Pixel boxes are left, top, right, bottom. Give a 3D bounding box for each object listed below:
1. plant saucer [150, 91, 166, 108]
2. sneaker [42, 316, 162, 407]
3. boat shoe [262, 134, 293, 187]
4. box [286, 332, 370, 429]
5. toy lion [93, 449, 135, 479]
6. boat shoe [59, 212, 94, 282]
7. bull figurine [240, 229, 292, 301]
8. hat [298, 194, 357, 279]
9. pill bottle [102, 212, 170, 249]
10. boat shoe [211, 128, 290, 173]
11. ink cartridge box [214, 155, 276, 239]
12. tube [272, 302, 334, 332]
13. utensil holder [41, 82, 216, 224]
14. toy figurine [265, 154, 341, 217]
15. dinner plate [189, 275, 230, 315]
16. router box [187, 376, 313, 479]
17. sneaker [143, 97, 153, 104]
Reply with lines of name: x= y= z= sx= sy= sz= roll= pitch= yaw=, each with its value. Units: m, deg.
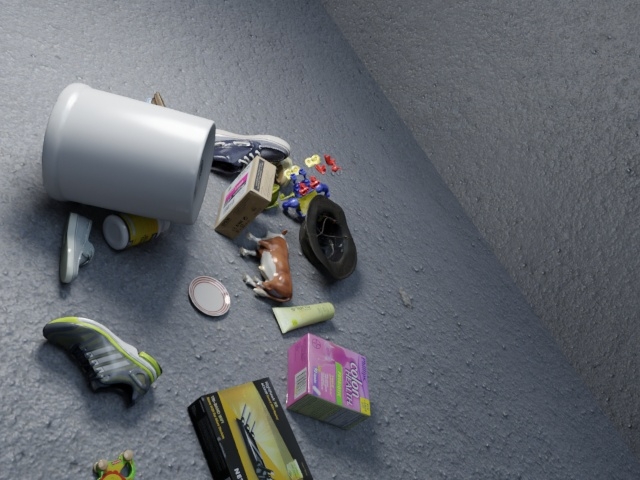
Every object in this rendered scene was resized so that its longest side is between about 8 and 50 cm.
plant saucer: x=-0.513 y=-0.369 z=1.964 sx=0.278 sy=0.041 sz=0.278 roll=156 pitch=-90 yaw=-83
sneaker: x=-0.531 y=0.289 z=1.382 sx=0.299 sy=0.111 sz=0.121 roll=34 pitch=41 yaw=-16
boat shoe: x=-0.187 y=-0.327 z=2.363 sx=0.089 sy=0.105 sz=0.285 roll=13 pitch=37 yaw=-33
box: x=0.024 y=0.445 z=1.810 sx=0.242 sy=0.117 sz=0.214 roll=28 pitch=39 yaw=-26
toy lion: x=-0.459 y=0.532 z=1.286 sx=0.100 sy=0.034 sz=0.096 roll=-6 pitch=67 yaw=-50
boat shoe: x=-0.646 y=0.019 z=1.541 sx=0.081 sy=0.079 sz=0.228 roll=15 pitch=43 yaw=-32
bull figurine: x=-0.176 y=0.068 z=1.981 sx=0.188 sy=0.101 sz=0.311 roll=13 pitch=45 yaw=-34
hat: x=0.000 y=0.000 z=2.181 sx=0.331 sy=0.133 sz=0.332 roll=33 pitch=48 yaw=-46
pill bottle: x=-0.538 y=-0.043 z=1.696 sx=0.103 sy=0.103 sz=0.184 roll=53 pitch=36 yaw=9
boat shoe: x=-0.280 y=-0.314 z=2.181 sx=0.340 sy=0.127 sz=0.158 roll=5 pitch=54 yaw=-13
ink cartridge box: x=-0.259 y=-0.147 z=1.980 sx=0.088 sy=0.234 sz=0.193 roll=30 pitch=38 yaw=-25
tube: x=-0.054 y=0.258 z=1.965 sx=0.240 sy=0.062 sz=0.070 roll=-3 pitch=18 yaw=-43
utensil holder: x=-0.512 y=-0.232 z=1.601 sx=0.385 sy=0.328 sz=0.328 roll=12 pitch=43 yaw=-6
toy figurine: x=-0.068 y=-0.148 z=2.225 sx=0.191 sy=0.362 sz=0.217 roll=40 pitch=-24 yaw=50
dinner plate: x=-0.343 y=0.173 z=1.770 sx=0.141 sy=0.017 sz=0.141 roll=29 pitch=38 yaw=-26
router box: x=-0.184 y=0.540 z=1.525 sx=0.242 sy=0.081 sz=0.309 roll=-3 pitch=59 yaw=-49
sneaker: x=-0.622 y=-0.431 z=2.012 sx=0.086 sy=0.085 sz=0.237 roll=3 pitch=41 yaw=-11
